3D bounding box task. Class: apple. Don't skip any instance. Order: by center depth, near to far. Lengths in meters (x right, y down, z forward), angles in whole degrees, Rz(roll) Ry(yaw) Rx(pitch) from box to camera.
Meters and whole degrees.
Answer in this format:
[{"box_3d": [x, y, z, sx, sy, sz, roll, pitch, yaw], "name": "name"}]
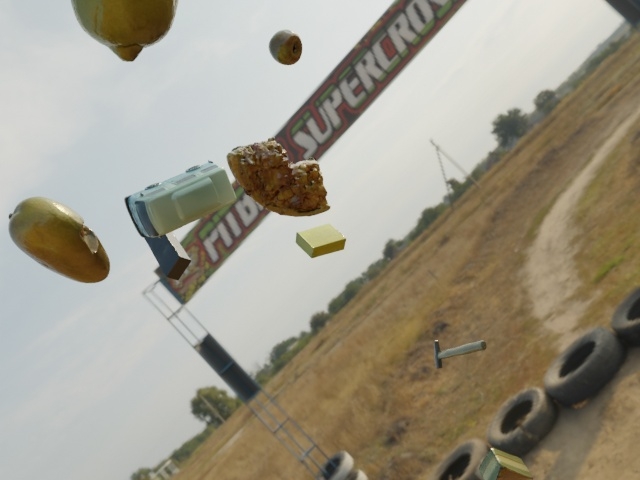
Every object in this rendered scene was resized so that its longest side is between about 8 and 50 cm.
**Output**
[{"box_3d": [-0.088, -0.490, 1.636, 0.075, 0.089, 0.089, 0, 28, 42], "name": "apple"}]

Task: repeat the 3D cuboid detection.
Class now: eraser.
[{"box_3d": [0.000, 0.000, 1.947, 0.122, 0.097, 0.045, -15, -50, -30], "name": "eraser"}]

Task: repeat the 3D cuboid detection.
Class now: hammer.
[{"box_3d": [0.293, 0.231, 1.365, 0.013, 0.062, 0.199, 1, -17, -19], "name": "hammer"}]

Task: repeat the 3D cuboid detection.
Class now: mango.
[{"box_3d": [-0.576, 0.006, 1.439, 0.262, 0.167, 0.129, 62, -139, -50], "name": "mango"}]

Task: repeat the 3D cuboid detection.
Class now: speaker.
[{"box_3d": [-0.472, 0.023, 1.970, 0.044, 0.218, 0.082, 21, -69, -46], "name": "speaker"}]

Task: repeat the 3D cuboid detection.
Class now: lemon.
[{"box_3d": [-0.329, -0.432, 1.089, 0.184, 0.184, 0.248, -29, -48, -68], "name": "lemon"}]

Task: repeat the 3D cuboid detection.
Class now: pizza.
[{"box_3d": [-0.087, -0.141, 1.503, 0.161, 0.306, 0.085, -60, 34, 7], "name": "pizza"}]

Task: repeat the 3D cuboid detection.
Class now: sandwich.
[{"box_3d": [0.579, 0.678, 1.945, 0.163, 0.079, 0.113, -3, -51, -20], "name": "sandwich"}]

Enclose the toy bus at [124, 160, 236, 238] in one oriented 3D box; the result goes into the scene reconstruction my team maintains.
[{"box_3d": [-0.374, -0.109, 1.744, 0.271, 0.133, 0.165, -28, 20, -23], "name": "toy bus"}]
